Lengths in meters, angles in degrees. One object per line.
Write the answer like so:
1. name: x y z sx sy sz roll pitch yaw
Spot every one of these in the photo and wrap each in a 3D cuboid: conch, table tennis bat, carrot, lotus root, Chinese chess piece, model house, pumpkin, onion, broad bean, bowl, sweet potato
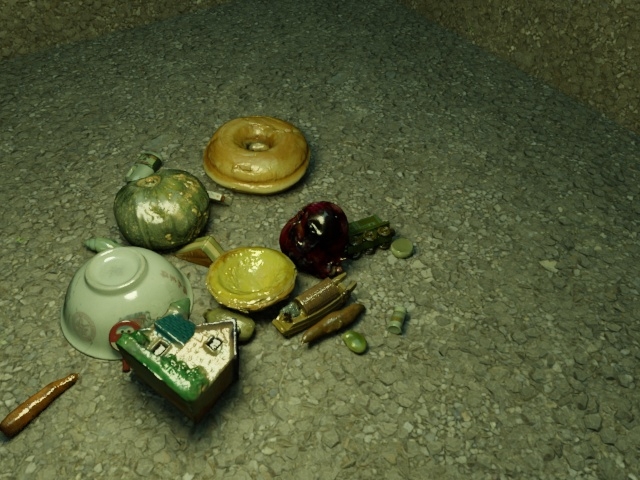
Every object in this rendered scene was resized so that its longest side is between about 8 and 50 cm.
1. conch: -0.774 0.023 2.027 0.180 0.088 0.065 13 90 1
2. table tennis bat: -0.586 0.315 1.697 0.098 0.154 0.019 0 7 -18
3. carrot: -0.798 0.458 1.606 0.059 0.059 0.248 28 48 23
4. lotus root: -0.296 0.262 1.794 0.183 0.077 0.090 20 48 15
5. Chinese chess piece: 0.300 0.029 2.071 0.084 0.034 0.084 1 44 -1
6. model house: -0.376 0.309 1.630 0.312 0.245 0.280 32 60 17
7. pumpkin: -0.556 -0.106 2.013 0.328 0.257 0.291 -14 32 -4
8. onion: -0.010 -0.018 1.946 0.281 0.280 0.221 35 31 27
9. broad bean: 0.110 0.320 1.779 0.083 0.045 0.063 34 55 17
10. bowl: -0.637 0.149 1.810 0.435 0.196 0.434 2 47 -2
11. sweet potato: 0.039 0.267 1.811 0.274 0.067 0.067 -26 52 -28

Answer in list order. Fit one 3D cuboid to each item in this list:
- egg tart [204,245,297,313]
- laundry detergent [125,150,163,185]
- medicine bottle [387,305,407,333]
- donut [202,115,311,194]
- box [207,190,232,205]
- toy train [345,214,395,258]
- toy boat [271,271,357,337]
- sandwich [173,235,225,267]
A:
1. egg tart: -0.228 0.141 1.879 0.315 0.120 0.315 1 40 -1
2. laundry detergent: -0.733 -0.273 2.300 0.099 0.070 0.225 17 48 3
3. medicine bottle: 0.252 0.259 1.838 0.047 0.047 0.083 16 49 13
4. donut: -0.259 -0.349 2.304 0.449 0.198 0.448 1 49 -1
5. box: -0.468 -0.182 2.194 0.221 0.122 0.032 15 86 12
6. toy train: 0.158 -0.018 2.074 0.226 0.090 0.137 -17 46 -18
7. toy boat: -0.017 0.201 1.836 0.310 0.115 0.089 -27 53 -25
8. sandwich: -0.431 0.056 2.030 0.163 0.113 0.079 -12 36 37
